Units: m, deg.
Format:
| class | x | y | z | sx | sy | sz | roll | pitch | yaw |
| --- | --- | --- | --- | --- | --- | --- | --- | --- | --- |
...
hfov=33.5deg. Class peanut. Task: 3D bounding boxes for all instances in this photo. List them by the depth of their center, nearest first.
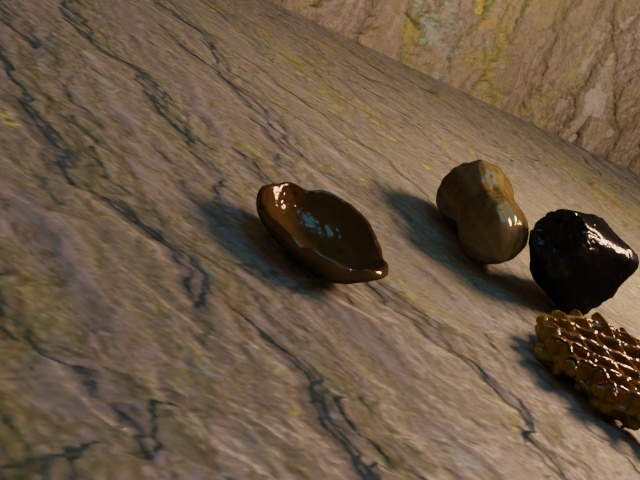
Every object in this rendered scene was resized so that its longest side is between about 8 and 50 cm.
| class | x | y | z | sx | sy | sz | roll | pitch | yaw |
| --- | --- | --- | --- | --- | --- | --- | --- | --- | --- |
| peanut | 0.287 | -0.050 | 1.879 | 0.149 | 0.149 | 0.313 | 26 | 23 | -16 |

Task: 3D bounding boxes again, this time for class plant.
| class | x | y | z | sx | sy | sz | roll | pitch | yaw |
| --- | --- | --- | --- | --- | --- | --- | --- | --- | --- |
| plant | 0.447 | 0.038 | 1.835 | 0.142 | 0.164 | 0.256 | 52 | 11 | 33 |

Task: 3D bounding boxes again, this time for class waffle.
| class | x | y | z | sx | sy | sz | roll | pitch | yaw |
| --- | --- | --- | --- | --- | --- | --- | --- | --- | --- |
| waffle | 0.430 | 0.194 | 1.583 | 0.260 | 0.069 | 0.293 | 35 | 21 | 20 |

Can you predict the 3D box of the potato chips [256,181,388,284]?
| class | x | y | z | sx | sy | sz | roll | pitch | yaw |
| --- | --- | --- | --- | --- | --- | --- | --- | --- | --- |
| potato chips | -0.001 | 0.000 | 1.400 | 0.208 | 0.062 | 0.195 | 38 | 25 | 17 |
